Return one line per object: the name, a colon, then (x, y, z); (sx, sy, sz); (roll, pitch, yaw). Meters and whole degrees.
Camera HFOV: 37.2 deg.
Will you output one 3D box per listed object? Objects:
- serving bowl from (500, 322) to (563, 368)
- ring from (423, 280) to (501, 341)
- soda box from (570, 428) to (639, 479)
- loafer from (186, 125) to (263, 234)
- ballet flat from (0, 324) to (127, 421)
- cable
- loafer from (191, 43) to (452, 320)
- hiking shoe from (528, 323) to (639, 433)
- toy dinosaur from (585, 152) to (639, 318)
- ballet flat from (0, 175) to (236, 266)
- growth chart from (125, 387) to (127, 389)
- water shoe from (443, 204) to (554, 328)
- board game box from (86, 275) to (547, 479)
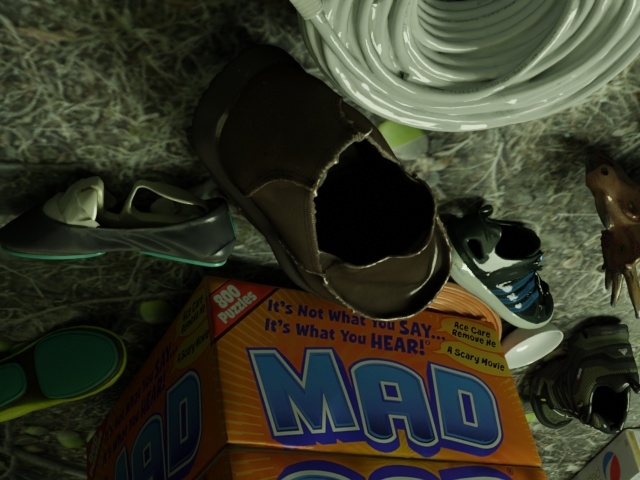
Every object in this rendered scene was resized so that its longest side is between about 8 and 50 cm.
serving bowl: (0.248, 0.121, 1.142); (0.083, 0.027, 0.083); (-17, 150, -10)
ring: (0.044, 0.135, 1.105); (0.336, 0.032, 0.337); (-8, 143, -6)
soda box: (0.484, 0.381, 1.534); (0.069, 0.074, 0.216); (1, 144, -15)
loafer: (-0.058, -0.051, 0.812); (0.061, 0.062, 0.170); (3, 145, 20)
ballet flat: (-0.292, 0.145, 1.019); (0.231, 0.077, 0.077); (-20, 165, 18)
cable: (0.109, -0.178, 0.639); (0.257, 0.089, 0.257); (-16, 146, 7)
loafer: (0.030, -0.007, 0.766); (0.134, 0.130, 0.366); (-52, 146, -1)
hiking shoe: (0.333, 0.202, 1.208); (0.086, 0.114, 0.227); (-1, 144, -12)
toy dinosaur: (0.377, 0.025, 0.883); (0.200, 0.295, 0.127); (-27, 140, -55)
ballet flat: (-0.173, -0.021, 0.816); (0.203, 0.074, 0.074); (4, 143, -9)
growth chart: (-0.175, 0.230, 1.200); (0.172, 0.021, 0.237); (4, 141, -21)
water shoe: (0.201, 0.031, 0.971); (0.080, 0.073, 0.203); (-35, 139, 27)
board game box: (-0.011, 0.303, 0.982); (0.356, 0.356, 0.356); (11, 138, -29)
